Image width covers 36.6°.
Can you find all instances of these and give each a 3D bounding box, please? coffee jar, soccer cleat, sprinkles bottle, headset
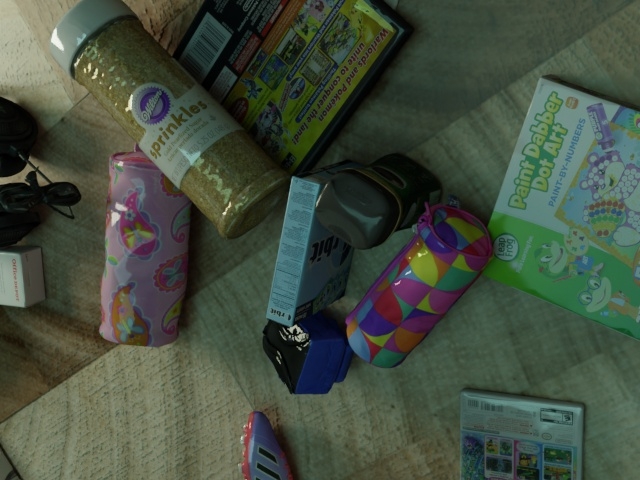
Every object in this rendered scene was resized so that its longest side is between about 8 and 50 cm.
[{"bbox_3d":[0.070,-0.048,1.158,0.096,0.184,0.079,35,114,16],"label":"coffee jar"},{"bbox_3d":[-0.064,0.362,1.386,0.095,0.083,0.248,-3,98,2],"label":"soccer cleat"},{"bbox_3d":[-0.197,-0.164,1.262,0.355,0.121,0.121,46,117,9],"label":"sprinkles bottle"},{"bbox_3d":[-0.507,-0.094,1.430,0.394,0.185,0.244,13,108,35],"label":"headset"}]

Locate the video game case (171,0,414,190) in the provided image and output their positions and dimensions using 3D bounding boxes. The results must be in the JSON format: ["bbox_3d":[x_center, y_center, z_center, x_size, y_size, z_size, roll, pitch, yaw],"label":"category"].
[{"bbox_3d":[-0.050,-0.244,1.247,0.248,0.035,0.275,45,121,11],"label":"video game case"}]

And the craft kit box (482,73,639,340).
[{"bbox_3d":[0.330,-0.034,1.110,0.246,0.061,0.250,24,111,23],"label":"craft kit box"}]

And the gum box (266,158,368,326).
[{"bbox_3d":[0.000,0.000,1.219,0.041,0.157,0.184,19,109,21],"label":"gum box"}]

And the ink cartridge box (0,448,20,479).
[{"bbox_3d":[-0.603,0.488,1.639,0.223,0.129,0.307,-36,85,28],"label":"ink cartridge box"}]

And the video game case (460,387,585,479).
[{"bbox_3d":[0.255,0.267,1.234,0.157,0.019,0.143,4,103,24],"label":"video game case"}]

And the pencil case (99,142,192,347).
[{"bbox_3d":[-0.247,0.007,1.369,0.124,0.124,0.284,12,105,23],"label":"pencil case"}]

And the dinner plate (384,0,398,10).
[{"bbox_3d":[0.032,-0.317,1.212,0.141,0.017,0.141,6,104,26],"label":"dinner plate"}]

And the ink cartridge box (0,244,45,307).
[{"bbox_3d":[-0.502,0.054,1.536,0.122,0.052,0.089,5,104,26],"label":"ink cartridge box"}]

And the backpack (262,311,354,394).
[{"bbox_3d":[-0.019,0.141,1.296,0.120,0.101,0.098,42,116,48],"label":"backpack"}]

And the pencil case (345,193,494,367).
[{"bbox_3d":[0.115,0.055,1.184,0.104,0.104,0.236,41,128,12],"label":"pencil case"}]
